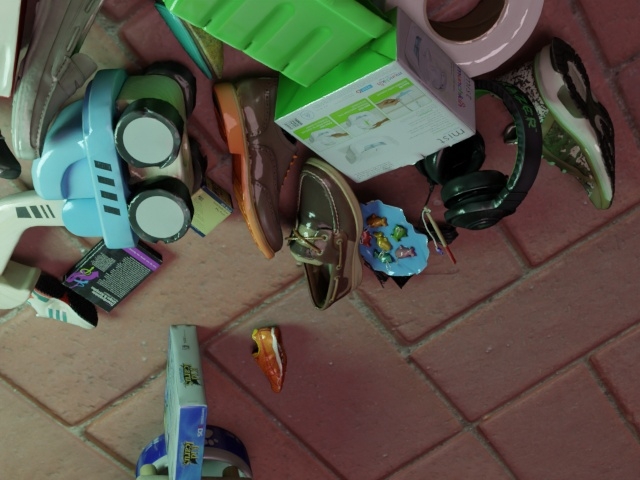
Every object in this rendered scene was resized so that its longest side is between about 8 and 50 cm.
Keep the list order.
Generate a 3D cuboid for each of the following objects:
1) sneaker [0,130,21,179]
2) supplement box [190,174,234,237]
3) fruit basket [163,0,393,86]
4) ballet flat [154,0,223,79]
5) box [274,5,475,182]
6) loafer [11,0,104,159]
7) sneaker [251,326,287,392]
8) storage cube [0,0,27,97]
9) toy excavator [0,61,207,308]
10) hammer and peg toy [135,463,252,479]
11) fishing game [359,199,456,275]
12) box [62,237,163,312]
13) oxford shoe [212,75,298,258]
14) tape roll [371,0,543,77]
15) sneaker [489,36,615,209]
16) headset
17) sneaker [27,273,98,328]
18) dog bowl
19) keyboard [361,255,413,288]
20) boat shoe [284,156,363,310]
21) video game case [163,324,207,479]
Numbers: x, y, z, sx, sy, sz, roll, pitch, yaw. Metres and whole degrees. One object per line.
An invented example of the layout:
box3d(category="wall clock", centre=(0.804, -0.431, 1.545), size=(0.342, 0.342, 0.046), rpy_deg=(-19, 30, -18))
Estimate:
box3d(category="sneaker", centre=(-0.557, -0.210, 1.519), size=(0.229, 0.086, 0.132), rpy_deg=(39, 98, 0))
box3d(category="supplement box", centre=(-0.222, -0.068, 1.751), size=(0.083, 0.056, 0.083), rpy_deg=(-40, 123, 14))
box3d(category="fruit basket", centre=(-0.048, -0.468, 1.381), size=(0.392, 0.283, 0.392), rpy_deg=(-19, 137, -18))
box3d(category="ballet flat", centre=(-0.233, -0.411, 1.489), size=(0.123, 0.123, 0.348), rpy_deg=(-34, 125, 10))
box3d(category="box", centre=(0.095, -0.235, 1.592), size=(0.262, 0.126, 0.231), rpy_deg=(-22, 141, 36))
box3d(category="loafer", centre=(-0.406, -0.276, 1.460), size=(0.112, 0.112, 0.319), rpy_deg=(14, 88, -14))
box3d(category="sneaker", centre=(-0.110, 0.254, 2.005), size=(0.068, 0.064, 0.175), rpy_deg=(-1, 121, 11))
box3d(category="storage cube", centre=(-0.541, -0.345, 1.402), size=(0.184, 0.193, 0.215), rpy_deg=(7, 120, -18))
box3d(category="toy excavator", centre=(-0.429, -0.085, 1.623), size=(0.445, 0.222, 0.432), rpy_deg=(-1, 123, 2))
box3d(category="hammer and peg toy", centre=(-0.302, 0.648, 2.046), size=(0.266, 0.127, 0.361), rpy_deg=(6, 122, -19))
box3d(category="fishing game", centre=(0.122, 0.002, 1.792), size=(0.264, 0.041, 0.189), rpy_deg=(-5, 125, 41))
box3d(category="box", centre=(-0.403, 0.056, 1.809), size=(0.162, 0.029, 0.116), rpy_deg=(-42, 122, 13))
box3d(category="oxford shoe", centre=(-0.096, -0.126, 1.704), size=(0.133, 0.130, 0.363), rpy_deg=(-17, 126, -10))
box3d(category="tape roll", centre=(0.235, -0.424, 1.596), size=(0.286, 0.100, 0.286), rpy_deg=(-6, 124, -9))
box3d(category="sneaker", centre=(0.453, -0.209, 1.804), size=(0.182, 0.158, 0.410), rpy_deg=(-10, 134, 32))
box3d(category="headset", centre=(0.285, -0.119, 1.753), size=(0.185, 0.243, 0.394), rpy_deg=(1, 141, -35))
box3d(category="sneaker", centre=(-0.512, 0.129, 1.823), size=(0.075, 0.057, 0.161), rpy_deg=(-31, 128, 28))
box3d(category="dog bowl", centre=(-0.287, 0.549, 2.124), size=(0.265, 0.104, 0.264), rpy_deg=(-6, 125, -9))
box3d(category="keyboard", centre=(0.125, 0.022, 1.921), size=(0.100, 0.038, 0.192), rpy_deg=(-47, 123, -9))
box3d(category="boat shoe", centre=(0.000, 0.000, 1.779), size=(0.123, 0.123, 0.342), rpy_deg=(-42, 145, -30))
box3d(category="video game case", centre=(-0.278, 0.352, 1.907), size=(0.061, 0.244, 0.269), rpy_deg=(0, 124, -15))
